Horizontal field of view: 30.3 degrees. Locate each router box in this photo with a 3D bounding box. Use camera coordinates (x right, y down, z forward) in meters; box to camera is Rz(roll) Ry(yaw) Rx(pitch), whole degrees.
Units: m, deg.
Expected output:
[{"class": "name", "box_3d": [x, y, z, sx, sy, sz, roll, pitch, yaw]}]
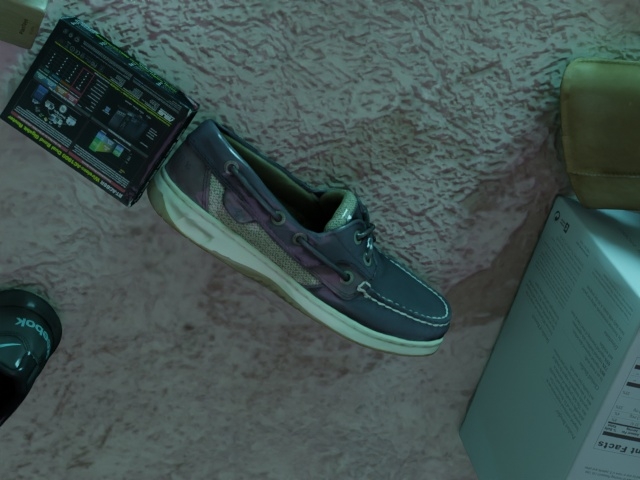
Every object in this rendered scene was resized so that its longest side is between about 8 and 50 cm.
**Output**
[{"class": "router box", "box_3d": [-0.166, -0.097, 0.893, 0.122, 0.038, 0.092, 36, 103, -3]}]

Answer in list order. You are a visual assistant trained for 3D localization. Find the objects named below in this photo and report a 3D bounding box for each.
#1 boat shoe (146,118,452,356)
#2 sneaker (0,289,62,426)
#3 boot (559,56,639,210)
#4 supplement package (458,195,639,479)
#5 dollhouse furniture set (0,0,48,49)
[{"class": "boat shoe", "box_3d": [0.000, 0.000, 0.960, 0.285, 0.103, 0.092, 30, 113, -16]}, {"class": "sneaker", "box_3d": [-0.334, 0.140, 0.972, 0.267, 0.106, 0.101, -36, 118, 11]}, {"class": "boot", "box_3d": [0.332, -0.030, 0.923, 0.270, 0.089, 0.236, 7, 115, 36]}, {"class": "supplement package", "box_3d": [0.275, 0.135, 1.018, 0.198, 0.199, 0.262, 12, 114, -16]}, {"class": "dollhouse furniture set", "box_3d": [-0.219, -0.239, 0.840, 0.144, 0.123, 0.151, 18, 148, -18]}]
